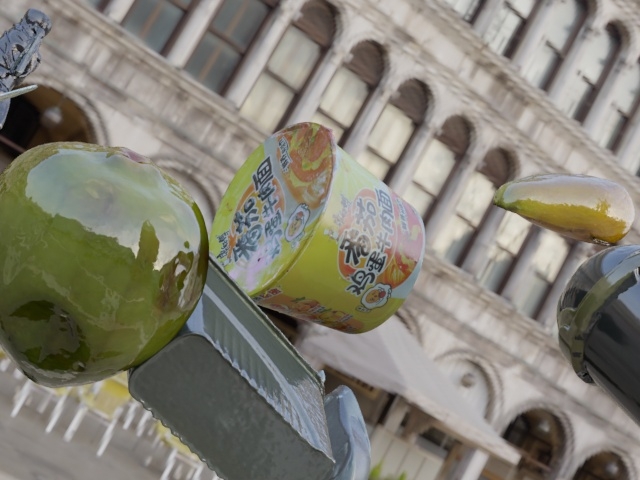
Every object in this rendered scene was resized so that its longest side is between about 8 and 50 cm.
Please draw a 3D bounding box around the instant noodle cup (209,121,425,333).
[{"bbox_3d":[0.000,0.000,1.299,0.200,0.264,0.264,30,-8,-33],"label":"instant noodle cup"}]

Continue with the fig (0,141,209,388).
[{"bbox_3d":[-0.201,0.030,0.864,0.207,0.230,0.207,7,3,0],"label":"fig"}]

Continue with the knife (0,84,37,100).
[{"bbox_3d":[-0.458,-0.142,1.138,0.063,0.260,0.035,-32,104,-78],"label":"knife"}]

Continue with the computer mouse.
[{"bbox_3d":[0.022,0.354,1.686,0.090,0.167,0.379,39,22,-22],"label":"computer mouse"}]

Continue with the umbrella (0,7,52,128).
[{"bbox_3d":[-0.596,-0.292,1.759,0.106,0.358,0.113,-8,-45,48],"label":"umbrella"}]

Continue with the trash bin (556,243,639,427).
[{"bbox_3d":[0.429,0.133,1.205,0.214,0.214,0.334,36,14,-37],"label":"trash bin"}]

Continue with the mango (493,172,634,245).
[{"bbox_3d":[0.254,-0.037,1.002,0.187,0.066,0.101,5,19,-28],"label":"mango"}]

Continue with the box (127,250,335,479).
[{"bbox_3d":[-0.100,0.145,1.015,0.274,0.138,0.178,47,7,-20],"label":"box"}]
